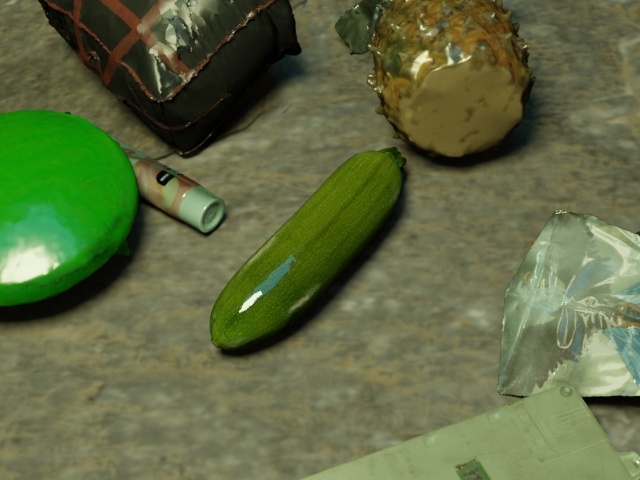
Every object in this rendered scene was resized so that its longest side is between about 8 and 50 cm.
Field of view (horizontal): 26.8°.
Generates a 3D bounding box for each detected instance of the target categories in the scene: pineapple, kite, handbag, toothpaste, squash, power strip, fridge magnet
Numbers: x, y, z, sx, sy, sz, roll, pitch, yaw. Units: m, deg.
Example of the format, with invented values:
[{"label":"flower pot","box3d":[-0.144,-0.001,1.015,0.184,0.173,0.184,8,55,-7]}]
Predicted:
[{"label":"pineapple","box3d":[0.097,-0.210,1.261,0.170,0.141,0.310,-24,41,13]},{"label":"kite","box3d":[0.292,0.059,1.038,0.310,0.015,0.169,6,62,22]},{"label":"handbag","box3d":[-0.141,-0.202,1.239,0.169,0.155,0.215,-40,60,-12]},{"label":"toothpaste","box3d":[-0.173,-0.067,1.202,0.205,0.036,0.056,29,32,26]},{"label":"squash","box3d":[0.000,0.000,1.121,0.069,0.069,0.258,29,57,23]},{"label":"power strip","box3d":[0.103,0.191,0.972,0.270,0.046,0.118,-18,50,-12]},{"label":"fridge magnet","box3d":[-0.256,-0.026,1.134,0.208,0.088,0.208,-1,50,1]}]

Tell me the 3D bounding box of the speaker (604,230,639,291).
[{"label":"speaker","box3d":[0.299,0.073,1.067,0.040,0.046,0.191,-26,54,-18]}]
